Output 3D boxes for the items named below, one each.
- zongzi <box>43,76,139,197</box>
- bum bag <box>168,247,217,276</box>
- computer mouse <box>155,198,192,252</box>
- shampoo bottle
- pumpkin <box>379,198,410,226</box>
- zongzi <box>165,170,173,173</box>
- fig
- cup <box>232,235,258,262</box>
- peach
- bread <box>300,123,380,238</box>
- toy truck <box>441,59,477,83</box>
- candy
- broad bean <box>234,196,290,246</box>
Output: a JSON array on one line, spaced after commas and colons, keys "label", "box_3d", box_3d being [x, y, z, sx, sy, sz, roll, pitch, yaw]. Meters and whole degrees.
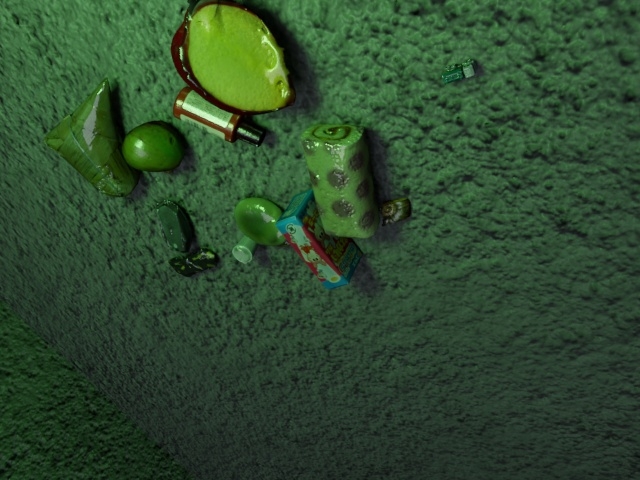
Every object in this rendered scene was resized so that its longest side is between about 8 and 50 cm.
[{"label": "zongzi", "box_3d": [-0.694, -0.331, 1.835, 0.361, 0.160, 0.323, -32, 117, 31]}, {"label": "bum bag", "box_3d": [-0.493, 0.087, 2.155, 0.233, 0.060, 0.106, -15, 130, 34]}, {"label": "computer mouse", "box_3d": [-0.535, -0.057, 2.048, 0.126, 0.071, 0.231, 8, 122, 35]}, {"label": "shampoo bottle", "box_3d": [-0.298, -0.364, 1.665, 0.278, 0.104, 0.104, 25, 133, 2]}, {"label": "pumpkin", "box_3d": [0.232, -0.091, 1.721, 0.101, 0.035, 0.073, -15, 117, 4]}, {"label": "zongzi", "box_3d": [-0.544, -0.276, 1.895, 0.083, 0.040, 0.076, 29, 129, 22]}, {"label": "fig", "box_3d": [-0.536, -0.299, 1.775, 0.191, 0.181, 0.181, 28, 133, -11]}, {"label": "cup", "box_3d": [-0.259, 0.030, 1.970, 0.074, 0.116, 0.104, 11, 130, 13]}, {"label": "peach", "box_3d": [-0.229, -0.480, 1.484, 0.362, 0.201, 0.257, 31, 95, -22]}, {"label": "bread", "box_3d": [0.064, -0.171, 1.642, 0.187, 0.155, 0.338, 5, 130, 25]}, {"label": "toy truck", "box_3d": [0.350, -0.423, 1.389, 0.083, 0.044, 0.039, -11, 126, 30]}, {"label": "candy", "box_3d": [0.001, 0.000, 1.807, 0.100, 0.157, 0.305, -19, 119, 38]}, {"label": "broad bean", "box_3d": [-0.191, -0.058, 1.891, 0.228, 0.100, 0.169, 43, 124, 1]}]
